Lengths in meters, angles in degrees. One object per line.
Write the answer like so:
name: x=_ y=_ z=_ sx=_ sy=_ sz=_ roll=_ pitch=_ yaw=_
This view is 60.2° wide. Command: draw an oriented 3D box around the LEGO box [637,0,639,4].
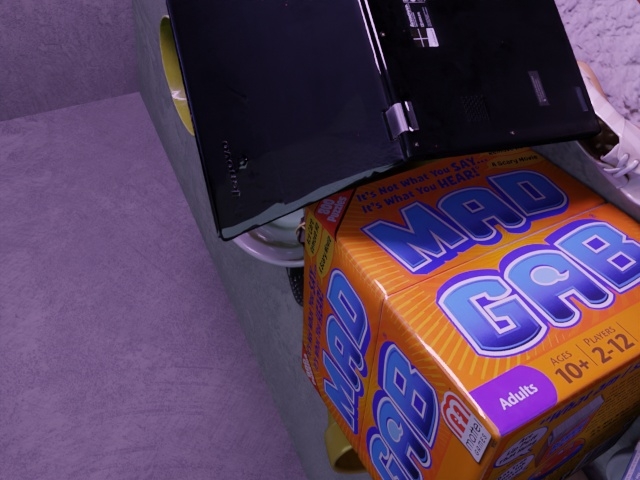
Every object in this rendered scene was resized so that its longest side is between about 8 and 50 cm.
LEGO box: x=0.434 y=-0.196 z=0.199 sx=0.373 sy=0.193 sz=0.500 roll=63 pitch=157 yaw=17

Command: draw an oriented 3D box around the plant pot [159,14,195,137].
plant pot: x=-0.198 y=-0.417 z=1.329 sx=0.275 sy=0.293 sz=0.275 roll=48 pitch=148 yaw=43

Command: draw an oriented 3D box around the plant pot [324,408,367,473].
plant pot: x=0.117 y=0.427 z=1.404 sx=0.254 sy=0.253 sz=0.239 roll=98 pitch=159 yaw=-49

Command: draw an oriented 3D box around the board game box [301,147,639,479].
board game box: x=0.213 y=0.133 z=0.761 sx=0.356 sy=0.356 sz=0.356 roll=51 pitch=151 yaw=39

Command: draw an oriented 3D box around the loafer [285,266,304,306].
loafer: x=-0.049 y=0.006 z=1.542 sx=0.130 sy=0.133 sz=0.366 roll=4 pitch=-104 yaw=-74

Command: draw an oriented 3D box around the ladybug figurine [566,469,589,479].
ladybug figurine: x=0.317 y=0.425 z=1.021 sx=0.449 sy=0.161 sz=0.305 roll=47 pitch=149 yaw=44

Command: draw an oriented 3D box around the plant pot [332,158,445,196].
plant pot: x=0.097 y=-0.151 z=1.014 sx=0.187 sy=0.212 sz=0.212 roll=-115 pitch=20 yaw=-43

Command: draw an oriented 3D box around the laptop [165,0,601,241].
laptop: x=0.052 y=-0.240 z=0.681 sx=0.236 sy=0.407 sz=0.382 roll=143 pitch=114 yaw=-66

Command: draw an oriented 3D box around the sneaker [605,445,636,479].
sneaker: x=0.451 y=0.394 z=0.625 sx=0.366 sy=0.210 sz=0.138 roll=35 pitch=139 yaw=55

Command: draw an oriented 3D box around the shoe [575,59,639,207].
shoe: x=0.336 y=-0.120 z=0.660 sx=0.219 sy=0.058 sz=0.076 roll=62 pitch=156 yaw=20

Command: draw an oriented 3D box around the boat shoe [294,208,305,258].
boat shoe: x=0.000 y=0.000 z=1.232 sx=0.116 sy=0.096 sz=0.325 roll=-1 pitch=98 yaw=60

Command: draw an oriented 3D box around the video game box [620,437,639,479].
video game box: x=0.432 y=0.274 z=0.600 sx=0.048 sy=0.205 sz=0.187 roll=39 pitch=165 yaw=-21

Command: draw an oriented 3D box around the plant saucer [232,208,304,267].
plant saucer: x=-0.089 y=-0.130 z=1.399 sx=0.400 sy=0.100 sz=0.401 roll=8 pitch=114 yaw=18
